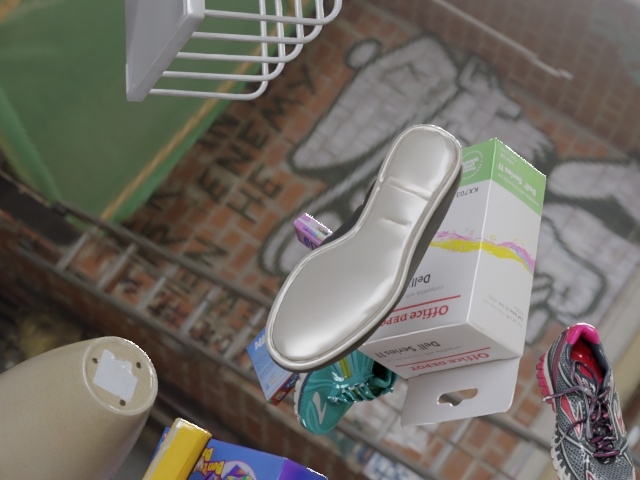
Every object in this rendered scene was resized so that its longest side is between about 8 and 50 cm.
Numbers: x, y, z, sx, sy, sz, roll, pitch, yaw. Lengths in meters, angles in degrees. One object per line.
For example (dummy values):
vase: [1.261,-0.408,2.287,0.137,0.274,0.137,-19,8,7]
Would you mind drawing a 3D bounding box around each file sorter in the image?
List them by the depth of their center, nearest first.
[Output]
file sorter: [-0.102,-0.280,1.407,0.277,0.173,0.193,150,118,-67]

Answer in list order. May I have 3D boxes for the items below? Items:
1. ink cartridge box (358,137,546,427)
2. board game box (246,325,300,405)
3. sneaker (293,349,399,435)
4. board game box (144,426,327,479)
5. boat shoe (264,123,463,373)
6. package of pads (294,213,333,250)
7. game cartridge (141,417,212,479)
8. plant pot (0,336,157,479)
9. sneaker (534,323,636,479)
ink cartridge box: [0.170,0.059,1.731,0.207,0.119,0.354,-18,50,43]
board game box: [-0.020,0.144,2.259,0.027,0.145,0.281,25,-65,-37]
sneaker: [0.054,0.194,1.898,0.107,0.110,0.275,13,-56,-38]
board game box: [-0.156,0.404,1.823,0.347,0.078,0.233,1,64,56]
boat shoe: [0.054,0.022,1.377,0.335,0.112,0.095,-54,-17,-27]
package of pads: [0.000,0.000,1.919,0.032,0.083,0.050,-46,-27,-15]
game cartridge: [-0.230,0.375,1.609,0.324,0.052,0.285,-64,0,-9]
plant pot: [-0.374,0.263,1.974,0.274,0.256,0.256,-38,1,41]
sneaker: [0.409,0.269,1.974,0.120,0.299,0.112,-2,-35,-18]
